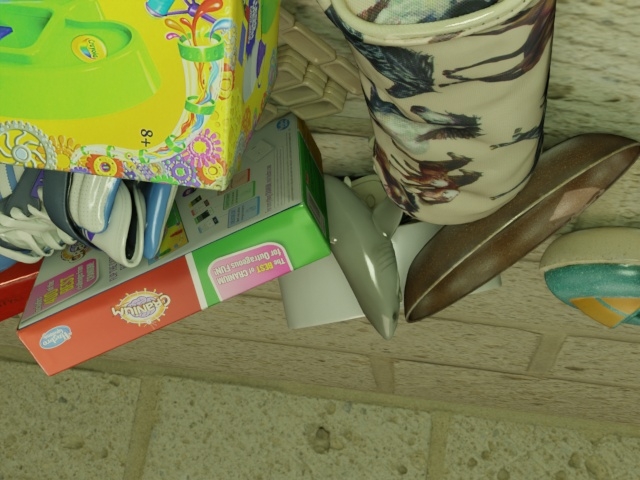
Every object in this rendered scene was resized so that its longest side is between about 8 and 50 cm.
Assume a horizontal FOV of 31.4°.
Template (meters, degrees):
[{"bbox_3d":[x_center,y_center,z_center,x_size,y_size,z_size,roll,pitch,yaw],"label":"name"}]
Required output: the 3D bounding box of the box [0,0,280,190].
[{"bbox_3d":[-0.162,-0.206,0.592,0.279,0.177,0.289,7,119,4],"label":"box"}]

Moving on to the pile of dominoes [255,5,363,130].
[{"bbox_3d":[-0.081,-0.196,1.105,0.196,0.040,0.251,-8,148,44],"label":"pile of dominoes"}]

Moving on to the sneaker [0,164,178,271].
[{"bbox_3d":[-0.264,-0.027,1.134,0.323,0.236,0.130,-48,137,15],"label":"sneaker"}]

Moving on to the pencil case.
[{"bbox_3d":[0.098,-0.144,0.938,0.184,0.159,0.410,9,163,13],"label":"pencil case"}]

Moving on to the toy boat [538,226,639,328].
[{"bbox_3d":[0.415,0.049,1.429,0.268,0.148,0.318,7,163,5],"label":"toy boat"}]

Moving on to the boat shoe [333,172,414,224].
[{"bbox_3d":[0.036,-0.043,1.439,0.079,0.084,0.233,-10,-176,-40],"label":"boat shoe"}]

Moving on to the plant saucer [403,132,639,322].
[{"bbox_3d":[0.205,-0.021,1.218,0.311,0.050,0.310,-34,166,-10],"label":"plant saucer"}]

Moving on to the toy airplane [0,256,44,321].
[{"bbox_3d":[-0.458,0.014,1.640,0.384,0.272,0.386,11,130,-44],"label":"toy airplane"}]

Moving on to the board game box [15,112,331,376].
[{"bbox_3d":[-0.149,-0.005,1.200,0.317,0.242,0.064,-24,116,10],"label":"board game box"}]

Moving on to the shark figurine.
[{"bbox_3d":[-0.010,-0.026,1.250,0.116,0.166,0.278,-12,-142,-33],"label":"shark figurine"}]

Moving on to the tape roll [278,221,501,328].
[{"bbox_3d":[0.087,0.040,1.464,0.286,0.100,0.286,-12,177,-1],"label":"tape roll"}]
